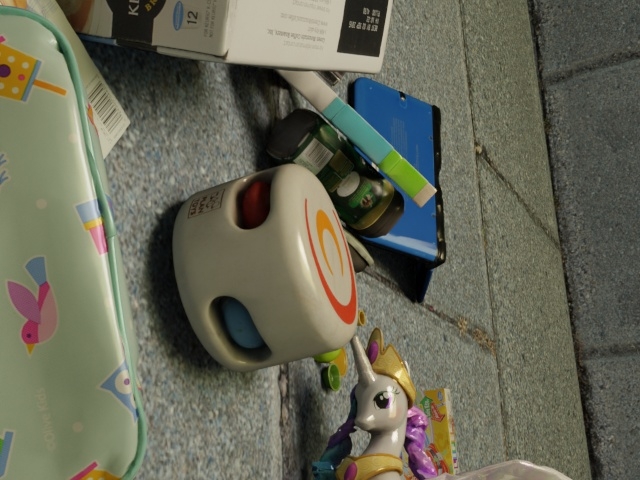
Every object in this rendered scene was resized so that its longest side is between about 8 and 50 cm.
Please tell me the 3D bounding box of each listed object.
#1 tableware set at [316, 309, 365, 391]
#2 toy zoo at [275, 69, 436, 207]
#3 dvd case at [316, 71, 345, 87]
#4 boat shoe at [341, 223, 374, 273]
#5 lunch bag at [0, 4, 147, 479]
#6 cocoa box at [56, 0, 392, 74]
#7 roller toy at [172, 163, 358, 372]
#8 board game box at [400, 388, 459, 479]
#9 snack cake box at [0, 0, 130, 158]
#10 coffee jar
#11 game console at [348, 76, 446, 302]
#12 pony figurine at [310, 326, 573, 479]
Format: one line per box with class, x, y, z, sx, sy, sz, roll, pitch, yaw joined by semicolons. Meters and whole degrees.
tableware set;0.027;0.127;1.185;0.154;0.024;0.104;-51;126;-60
toy zoo;0.029;-0.151;1.110;0.293;0.030;0.192;44;6;4
dvd case;-0.025;-0.272;1.117;0.164;0.018;0.221;43;21;-8
boat shoe;0.000;0.000;1.131;0.081;0.069;0.228;44;1;31
lunch bag;-0.220;0.018;0.475;0.108;0.224;0.279;156;-77;-75
cocoa box;-0.087;-0.279;0.794;0.347;0.228;0.231;-21;122;-66
roller toy;-0.058;0.027;0.894;0.191;0.146;0.209;20;55;-73
board game box;0.140;0.293;1.262;0.026;0.103;0.154;23;59;-61
snack cake box;-0.255;-0.137;0.602;0.264;0.089;0.152;63;30;-31
coffee jar;0.022;-0.081;1.122;0.184;0.079;0.096;41;-2;-32
game console;0.114;-0.077;1.462;0.250;0.173;0.293;17;59;-28
pony figurine;0.108;0.323;1.013;0.351;0.303;0.363;44;46;-30
